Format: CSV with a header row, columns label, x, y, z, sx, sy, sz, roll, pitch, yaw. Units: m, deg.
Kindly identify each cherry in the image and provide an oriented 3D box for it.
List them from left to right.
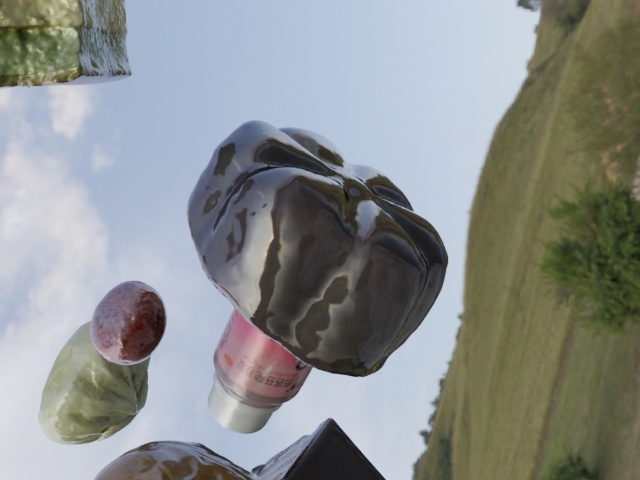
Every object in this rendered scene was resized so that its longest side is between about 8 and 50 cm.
label,x,y,z,sx,sy,sz,roll,pitch,yaw
cherry,-0.253,0.091,0.907,0.106,0.090,0.225,-68,21,13

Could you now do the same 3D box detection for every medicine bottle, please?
label,x,y,z,sx,sy,sz,roll,pitch,yaw
medicine bottle,-0.078,0.161,0.987,0.147,0.147,0.247,-27,-33,-57

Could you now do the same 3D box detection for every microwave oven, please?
label,x,y,z,sx,sy,sz,roll,pitch,yaw
microwave oven,0.001,0.418,0.963,0.178,0.247,0.188,-44,-2,34

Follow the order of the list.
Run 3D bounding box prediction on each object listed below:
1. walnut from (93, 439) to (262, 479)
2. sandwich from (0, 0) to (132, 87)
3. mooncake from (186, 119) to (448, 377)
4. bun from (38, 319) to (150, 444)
label,x,y,z,sx,sy,sz,roll,pitch,yaw
walnut,-0.100,0.251,0.540,0.167,0.207,0.167,-53,-21,-31
sandwich,-0.298,-0.186,0.595,0.186,0.220,0.108,-83,-8,-77
mooncake,0.000,0.000,0.618,0.133,0.245,0.245,-55,-19,21
bun,-0.399,0.267,1.252,0.259,0.160,0.259,24,-90,-83
